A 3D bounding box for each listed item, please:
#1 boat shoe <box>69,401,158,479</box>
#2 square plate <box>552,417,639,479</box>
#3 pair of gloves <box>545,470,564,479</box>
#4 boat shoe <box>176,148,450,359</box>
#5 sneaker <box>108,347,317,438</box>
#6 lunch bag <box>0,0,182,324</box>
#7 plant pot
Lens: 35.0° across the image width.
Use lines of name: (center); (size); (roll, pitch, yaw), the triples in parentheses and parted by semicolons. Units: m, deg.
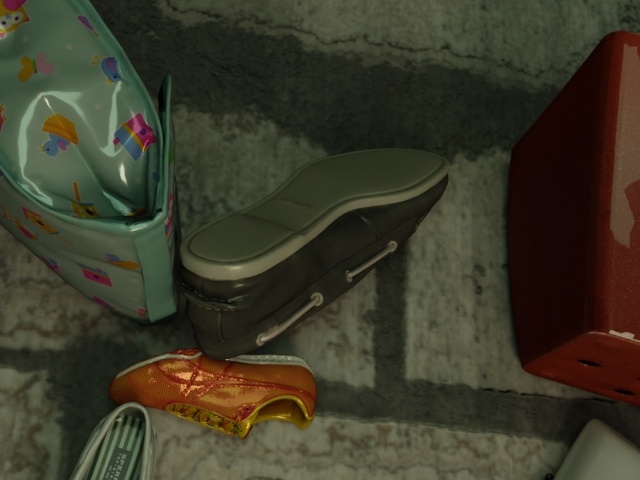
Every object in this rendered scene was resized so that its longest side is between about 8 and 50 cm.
boat shoe: (-0.176, 0.226, 0.757); (0.083, 0.076, 0.226); (11, 60, -6)
square plate: (0.286, 0.365, 0.793); (0.347, 0.049, 0.344); (36, 61, 7)
pair of gloves: (0.238, 0.224, 0.888); (0.083, 0.010, 0.074); (-27, 72, -22)
boat shoe: (0.000, 0.000, 0.907); (0.112, 0.095, 0.335); (22, 32, 33)
sneaker: (-0.086, 0.128, 0.838); (0.175, 0.064, 0.067); (2, 58, -11)
lunch bag: (-0.198, -0.064, 0.828); (0.160, 0.223, 0.262); (-37, 75, -20)
plant pot: (0.308, 0.015, 0.889); (0.267, 0.267, 0.236); (17, 71, -3)
